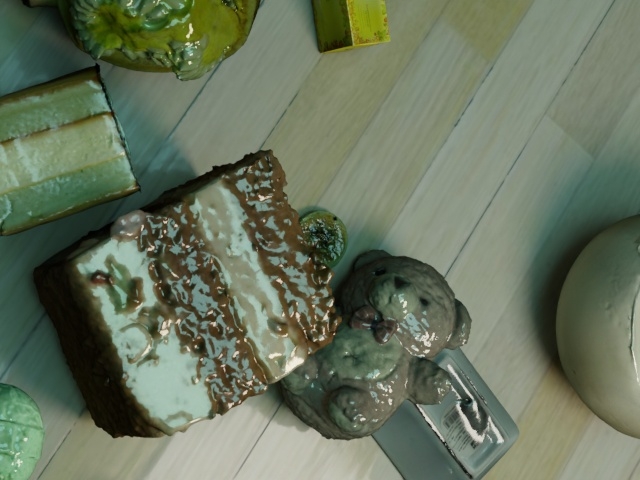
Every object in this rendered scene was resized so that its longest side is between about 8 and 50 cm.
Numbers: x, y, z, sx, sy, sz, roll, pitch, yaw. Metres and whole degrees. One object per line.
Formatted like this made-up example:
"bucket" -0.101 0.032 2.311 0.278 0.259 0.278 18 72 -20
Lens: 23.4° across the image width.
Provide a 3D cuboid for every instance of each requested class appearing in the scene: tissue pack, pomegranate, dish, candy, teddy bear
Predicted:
"tissue pack" 0.031 -0.337 2.013 0.062 0.095 0.176 -10 95 -28
"pomegranate" -0.223 -0.316 1.804 0.341 0.260 0.260 10 85 -2
"dish" 0.171 0.240 2.099 0.182 0.080 0.243 -44 110 -21
"candy" -0.397 0.380 1.753 0.119 0.119 0.439 13 76 -27
"teddy bear" 0.068 0.136 1.999 0.236 0.151 0.267 37 76 18

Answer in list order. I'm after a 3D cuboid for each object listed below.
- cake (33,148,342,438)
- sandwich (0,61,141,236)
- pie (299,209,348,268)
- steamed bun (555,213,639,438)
"cake" -0.164 0.068 1.819 0.290 0.282 0.255 -25 95 -21
"sandwich" -0.325 -0.103 1.788 0.198 0.227 0.155 -19 97 -5
"pie" 0.000 -0.002 2.039 0.084 0.021 0.084 0 91 -28
"steamed bun" 0.475 0.122 2.186 0.324 0.206 0.324 -1 92 -30
